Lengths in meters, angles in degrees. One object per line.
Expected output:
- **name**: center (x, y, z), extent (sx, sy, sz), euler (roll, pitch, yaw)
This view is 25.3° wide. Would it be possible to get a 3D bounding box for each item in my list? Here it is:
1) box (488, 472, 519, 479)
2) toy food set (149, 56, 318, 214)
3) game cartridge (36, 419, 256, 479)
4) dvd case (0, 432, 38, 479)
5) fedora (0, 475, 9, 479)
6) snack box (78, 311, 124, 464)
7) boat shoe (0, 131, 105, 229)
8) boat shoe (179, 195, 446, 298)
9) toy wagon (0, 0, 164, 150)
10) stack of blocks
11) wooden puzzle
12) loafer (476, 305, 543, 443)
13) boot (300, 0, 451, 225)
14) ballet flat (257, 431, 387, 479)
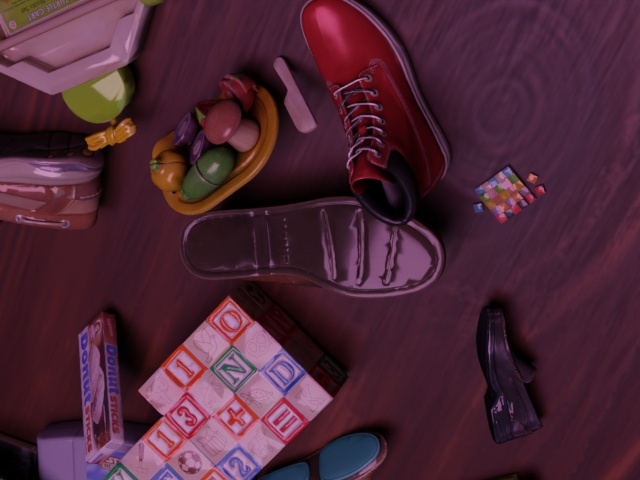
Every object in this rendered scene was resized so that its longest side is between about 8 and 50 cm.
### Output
- **box**: center (0.195, 0.348, 1.729), extent (0.179, 0.043, 0.105), euler (-19, 105, 27)
- **toy food set**: center (-0.118, -0.121, 1.572), extent (0.218, 0.128, 0.071), euler (-35, 143, 25)
- **game cartridge**: center (-0.230, 0.336, 1.859), extent (0.297, 0.062, 0.198), euler (9, 119, 15)
- **dvd case**: center (-0.494, 0.315, 1.955), extent (0.221, 0.018, 0.165), euler (18, 118, 9)
- **fedora**: center (-0.464, 0.439, 1.884), extent (0.334, 0.152, 0.334), euler (17, 134, 19)
- **snack box**: center (-0.268, 0.179, 1.742), extent (0.022, 0.178, 0.064), euler (15, 139, -33)
- **boat shoe**: center (-0.411, -0.066, 1.704), extent (0.324, 0.123, 0.116), euler (7, 117, 17)
- **boat shoe**: center (0.000, 0.000, 1.607), extent (0.307, 0.104, 0.111), euler (7, 95, 18)
- **toy wagon**: center (-0.299, -0.268, 1.606), extent (0.267, 0.068, 0.344), euler (-18, 107, 25)
- **stack of blocks**: center (-0.132, 0.213, 1.714), extent (0.171, 0.087, 0.297), euler (44, 108, 2)
- **wooden puzzle**: center (0.204, -0.051, 1.570), extent (0.083, 0.006, 0.049), euler (-37, 98, 28)
- **loafer**: center (0.216, 0.149, 1.632), extent (0.061, 0.062, 0.170), euler (-11, 114, -1)
- **boot**: center (0.042, -0.139, 1.489), extent (0.088, 0.176, 0.244), euler (-28, 101, 28)
- **ballet flat**: center (0.009, 0.294, 1.763), extent (0.206, 0.073, 0.067), euler (-24, 131, 28)
